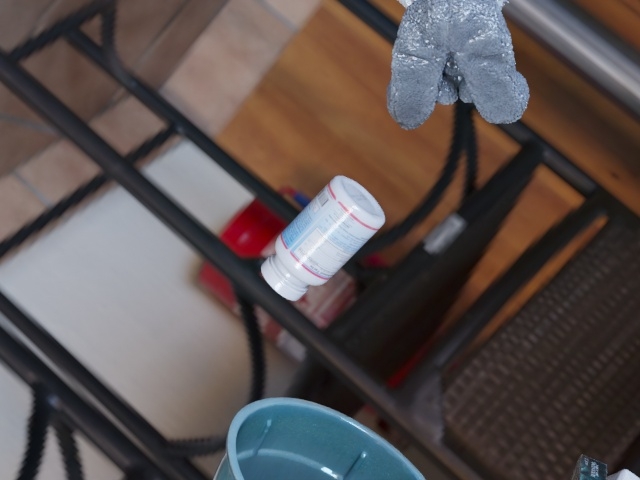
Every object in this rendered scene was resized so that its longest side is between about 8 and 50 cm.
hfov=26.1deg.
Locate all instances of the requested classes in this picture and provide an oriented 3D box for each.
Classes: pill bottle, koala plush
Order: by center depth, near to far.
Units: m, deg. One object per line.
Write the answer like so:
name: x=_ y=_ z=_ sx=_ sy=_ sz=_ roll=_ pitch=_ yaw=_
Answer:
pill bottle: x=0.000 y=0.000 z=1.756 sx=0.160 sy=0.087 sz=0.087 roll=-46 pitch=168 yaw=19
koala plush: x=0.186 y=-0.296 z=1.895 sx=0.221 sy=0.196 sz=0.203 roll=-81 pitch=166 yaw=-47

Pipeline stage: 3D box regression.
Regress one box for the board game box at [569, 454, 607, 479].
board game box: x=0.180 y=0.273 z=1.091 sx=0.126 sy=0.026 sz=0.186 roll=-37 pitch=148 yaw=-75

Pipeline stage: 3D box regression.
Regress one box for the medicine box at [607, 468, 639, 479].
medicine box: x=0.372 y=0.443 z=1.678 sx=0.263 sy=0.289 sz=0.149 roll=-39 pitch=-162 yaw=51

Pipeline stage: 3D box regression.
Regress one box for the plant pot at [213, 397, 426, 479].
plant pot: x=-0.048 y=0.451 z=1.879 sx=0.334 sy=0.341 sz=0.341 roll=-59 pitch=163 yaw=25
